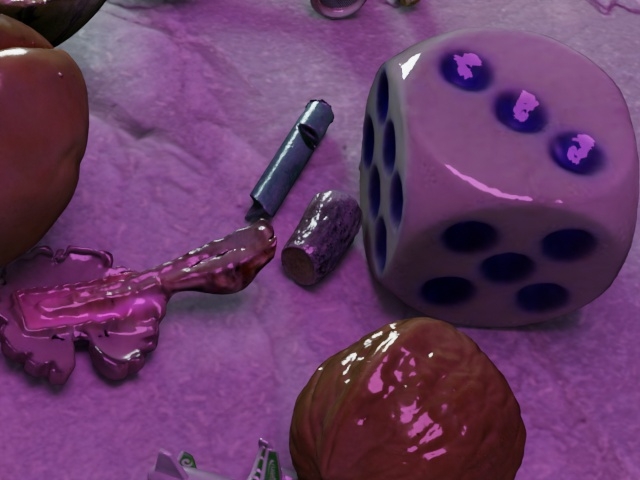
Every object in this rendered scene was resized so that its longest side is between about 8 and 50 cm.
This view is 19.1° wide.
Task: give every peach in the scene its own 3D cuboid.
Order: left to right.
[{"bbox_3d":[-0.373,-0.107,1.914,0.292,0.247,0.292,8,44,-8],"label":"peach"}]

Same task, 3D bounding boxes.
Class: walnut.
[{"bbox_3d":[0.080,0.187,1.809,0.228,0.228,0.228,7,48,-8],"label":"walnut"}]

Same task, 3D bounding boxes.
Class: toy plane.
[{"bbox_3d":[-0.085,0.257,1.791,0.174,0.080,0.174,8,49,-10],"label":"toy plane"}]

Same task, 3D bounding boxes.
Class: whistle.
[{"bbox_3d":[-0.035,-0.089,2.130,0.039,0.039,0.186,24,48,7],"label":"whistle"}]

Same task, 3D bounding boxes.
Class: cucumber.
[{"bbox_3d":[0.001,-0.002,2.053,0.064,0.064,0.112,25,51,8],"label":"cucumber"}]

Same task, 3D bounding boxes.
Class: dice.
[{"bbox_3d":[0.183,-0.065,2.034,0.251,0.243,0.259,4,52,-12],"label":"dice"}]

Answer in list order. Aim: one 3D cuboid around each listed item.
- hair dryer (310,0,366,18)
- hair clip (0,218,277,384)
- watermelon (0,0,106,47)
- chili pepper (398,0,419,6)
[{"bbox_3d":[-0.066,-0.336,2.332,0.236,0.073,0.131,-4,49,-6],"label":"hair dryer"},{"bbox_3d":[-0.186,0.054,1.944,0.300,0.069,0.173,-16,50,-12],"label":"hair clip"},{"bbox_3d":[-0.394,-0.308,2.136,0.330,0.189,0.331,20,38,-16],"label":"watermelon"},{"bbox_3d":[0.096,-0.371,2.402,0.052,0.050,0.202,14,45,-23],"label":"chili pepper"}]
